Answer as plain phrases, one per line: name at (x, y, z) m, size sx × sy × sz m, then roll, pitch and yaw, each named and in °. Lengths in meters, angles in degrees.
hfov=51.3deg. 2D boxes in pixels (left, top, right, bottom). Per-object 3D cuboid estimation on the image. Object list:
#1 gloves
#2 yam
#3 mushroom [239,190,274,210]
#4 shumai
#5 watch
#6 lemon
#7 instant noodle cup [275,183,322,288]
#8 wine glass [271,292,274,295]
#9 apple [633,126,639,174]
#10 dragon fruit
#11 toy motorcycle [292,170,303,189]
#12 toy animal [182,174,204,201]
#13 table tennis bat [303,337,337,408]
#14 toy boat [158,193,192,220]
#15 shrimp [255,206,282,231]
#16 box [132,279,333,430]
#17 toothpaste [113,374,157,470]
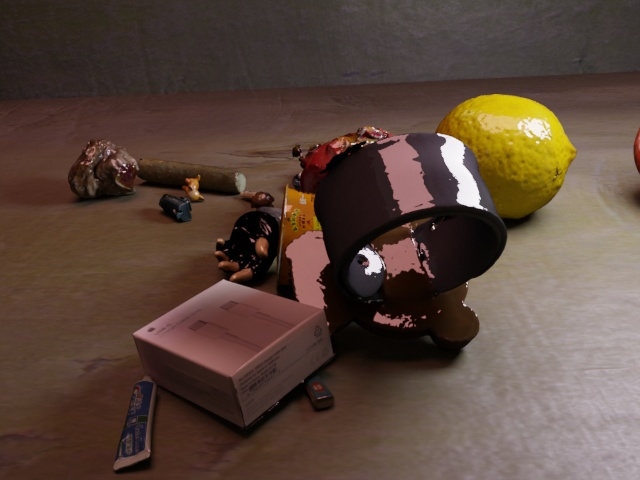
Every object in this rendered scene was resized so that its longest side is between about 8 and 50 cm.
gloves at (-0.160, 0.023, 1.431) m, size 0.164 × 0.124 × 0.203 m, roll -22°, pitch 37°, yaw 37°
yam at (-0.391, -0.193, 2.002) m, size 0.372 × 0.083 × 0.083 m, roll 11°, pitch 27°, yaw 24°
mushroom at (-0.177, -0.109, 1.822) m, size 0.060 × 0.061 × 0.187 m, roll 2°, pitch 8°, yaw -22°
shumai at (-0.628, -0.195, 1.986) m, size 0.186 × 0.183 × 0.218 m, roll 30°, pitch 7°, yaw -11°
watch at (0.115, -0.004, 1.088) m, size 0.336 × 0.326 × 0.313 m, roll -9°, pitch 54°, yaw -7°
lemon at (0.434, -0.203, 1.636) m, size 0.337 × 0.335 × 0.336 m, roll -3°, pitch 23°, yaw 1°
instant noodle cup at (0.000, 0.000, 1.362) m, size 0.173 × 0.215 × 0.215 m, roll 5°, pitch 23°, yaw -3°
wine glass at (-0.132, 0.120, 1.288) m, size 0.083 × 0.042 × 0.039 m, roll 1°, pitch -5°, yaw 15°
apple at (0.963, -0.239, 1.582) m, size 0.364 × 0.363 × 0.364 m, roll -3°, pitch 23°, yaw 1°
dragon fruit at (0.100, -0.156, 1.651) m, size 0.291 × 0.250 × 0.269 m, roll -28°, pitch 14°, yaw -33°
toy motorcycle at (0.095, -0.215, 1.946) m, size 0.341 × 0.107 × 0.222 m, roll -4°, pitch 28°, yaw 15°
toy animal at (-0.358, -0.146, 1.908) m, size 0.081 × 0.060 × 0.083 m, roll -47°, pitch 31°, yaw -9°
table tennis bat at (-0.037, 0.198, 1.121) m, size 0.154 × 0.021 × 0.274 m, roll -11°, pitch 23°, yaw -16°
toy boat at (-0.394, -0.094, 1.798) m, size 0.060 × 0.055 × 0.141 m, roll -29°, pitch 33°, yaw -31°
shrimp at (-0.073, -0.031, 1.593) m, size 0.233 × 0.079 × 0.090 m, roll 20°, pitch 69°, yaw 39°
box at (-0.139, 0.171, 1.070) m, size 0.252 × 0.106 × 0.203 m, roll 11°, pitch 32°, yaw 42°
toothpaste at (-0.267, 0.262, 0.990) m, size 0.057 × 0.034 × 0.197 m, roll -20°, pitch 25°, yaw 2°
